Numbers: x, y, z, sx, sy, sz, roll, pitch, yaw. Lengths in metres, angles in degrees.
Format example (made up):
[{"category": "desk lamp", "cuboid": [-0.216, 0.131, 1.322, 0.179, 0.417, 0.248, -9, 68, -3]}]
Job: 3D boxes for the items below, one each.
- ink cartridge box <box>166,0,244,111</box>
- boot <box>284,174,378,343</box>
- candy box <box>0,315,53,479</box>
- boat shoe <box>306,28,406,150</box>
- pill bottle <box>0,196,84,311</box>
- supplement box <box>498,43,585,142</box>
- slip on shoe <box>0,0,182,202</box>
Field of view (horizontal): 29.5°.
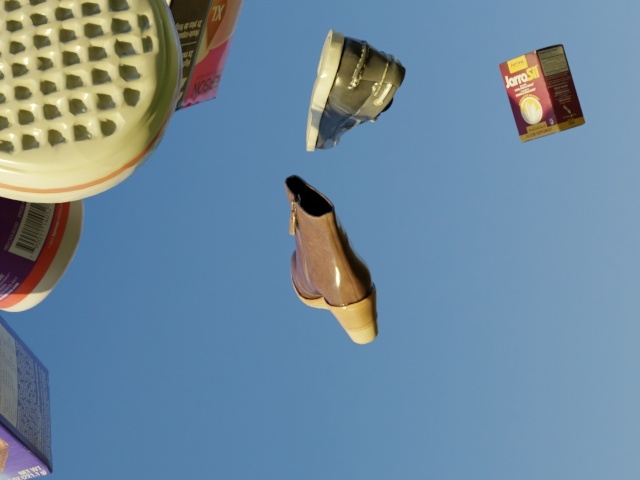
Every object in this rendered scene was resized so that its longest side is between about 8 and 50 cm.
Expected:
[{"category": "ink cartridge box", "cuboid": [-0.132, -0.223, 1.141, 0.371, 0.069, 0.176, -69, -13, 22]}, {"category": "boot", "cuboid": [0.000, 0.000, 1.564, 0.090, 0.248, 0.207, -26, -61, -10]}, {"category": "candy box", "cuboid": [-0.406, 0.130, 1.039, 0.317, 0.268, 0.122, 73, -175, -60]}, {"category": "boat shoe", "cuboid": [0.028, -0.129, 1.157, 0.233, 0.079, 0.084, 122, 157, -78]}, {"category": "pill bottle", "cuboid": [-0.431, -0.049, 1.318, 0.323, 0.181, 0.182, 25, -103, -38]}, {"category": "supplement box", "cuboid": [0.219, -0.145, 1.203, 0.043, 0.055, 0.083, -18, -89, -36]}, {"category": "slip on shoe", "cuboid": [-0.166, -0.103, 0.490, 0.123, 0.331, 0.101, -50, -36, -14]}]
